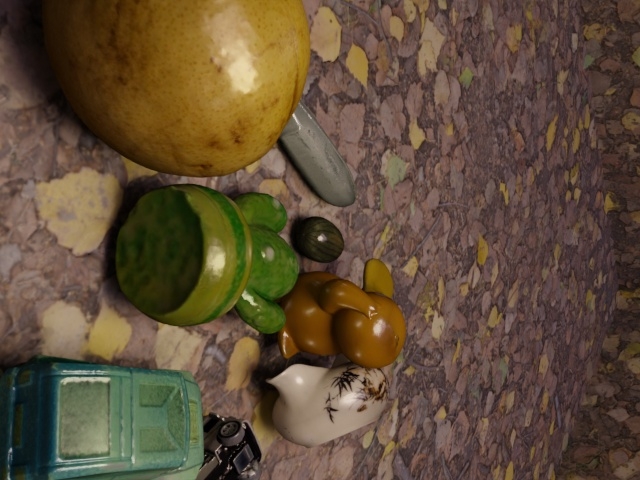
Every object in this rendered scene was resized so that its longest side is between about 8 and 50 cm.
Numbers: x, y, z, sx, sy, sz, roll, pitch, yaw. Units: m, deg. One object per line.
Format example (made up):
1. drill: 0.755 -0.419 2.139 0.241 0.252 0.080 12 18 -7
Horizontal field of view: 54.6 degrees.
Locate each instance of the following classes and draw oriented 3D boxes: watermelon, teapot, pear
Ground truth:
1. watermelon: 0.000 0.000 1.112 0.111 0.078 0.078 37 66 -50
2. teapot: 0.021 0.270 1.098 0.166 0.208 0.300 52 20 10
3. pear: -0.156 -0.225 0.718 0.314 0.314 0.314 -9 102 -50

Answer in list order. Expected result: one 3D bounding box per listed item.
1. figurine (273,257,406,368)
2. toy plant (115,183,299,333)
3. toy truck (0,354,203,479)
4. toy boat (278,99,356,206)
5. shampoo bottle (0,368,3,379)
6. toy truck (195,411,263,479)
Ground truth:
1. figurine: 0.032 0.128 1.044 0.215 0.228 0.215 -12 90 -69
2. toy plant: -0.124 0.029 0.901 0.316 0.184 0.224 5 73 -61
3. toy truck: -0.245 0.220 0.729 0.279 0.156 0.155 28 51 -57
4. toy boat: -0.006 -0.150 1.089 0.260 0.078 0.085 52 33 -38
5. shampoo bottle: -0.428 0.136 0.623 0.212 0.049 0.072 33 64 -48
6. toy truck: -0.199 0.358 0.877 0.253 0.124 0.114 -43 127 -41
